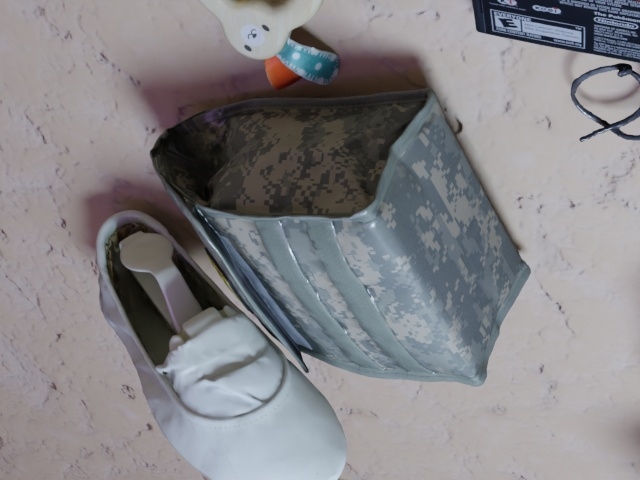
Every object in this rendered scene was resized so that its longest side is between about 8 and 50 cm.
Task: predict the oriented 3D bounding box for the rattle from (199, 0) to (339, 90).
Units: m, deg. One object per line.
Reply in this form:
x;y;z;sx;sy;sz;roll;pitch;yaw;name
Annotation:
-0.055;-0.168;1.062;0.130;0.143;0.200;-3;129;5;rattle

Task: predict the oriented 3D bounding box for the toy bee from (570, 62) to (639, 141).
0.331;-0.015;0.990;0.298;0.162;0.195;0;141;26;toy bee

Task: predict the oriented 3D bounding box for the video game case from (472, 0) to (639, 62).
0.230;-0.186;0.892;0.275;0.035;0.248;13;164;16;video game case

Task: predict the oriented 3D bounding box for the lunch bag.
0.000;0.000;1.192;0.287;0.169;0.235;2;139;37;lunch bag

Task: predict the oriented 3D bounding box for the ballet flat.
-0.118;0.093;1.253;0.400;0.139;0.139;43;160;47;ballet flat
